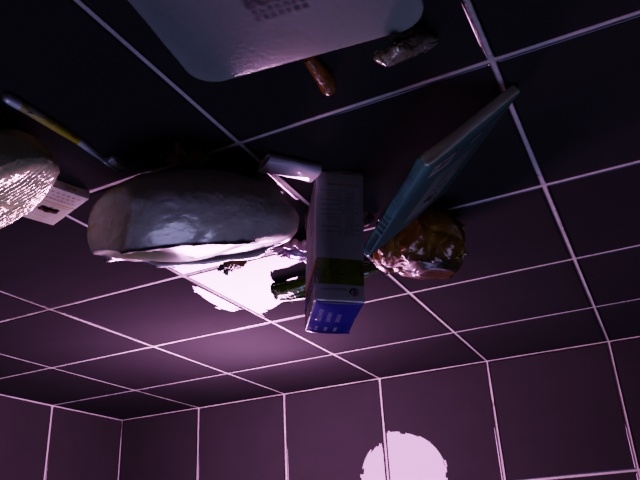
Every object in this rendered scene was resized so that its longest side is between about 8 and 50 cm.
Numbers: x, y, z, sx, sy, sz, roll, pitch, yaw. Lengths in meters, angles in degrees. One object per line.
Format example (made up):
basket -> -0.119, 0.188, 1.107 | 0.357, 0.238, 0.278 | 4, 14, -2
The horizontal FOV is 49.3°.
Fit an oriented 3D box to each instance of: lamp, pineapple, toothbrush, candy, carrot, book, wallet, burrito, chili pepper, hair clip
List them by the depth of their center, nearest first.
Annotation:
burrito -> 0.131, -0.292, 1.049 | 0.051, 0.042, 0.171 | -19, -167, 34
carrot -> 0.000, -0.276, 1.162 | 0.032, 0.032, 0.093 | -14, 148, 22
toothbrush -> -0.464, -0.195, 1.291 | 0.024, 0.021, 0.288 | -25, 149, 18
book -> 0.219, -0.120, 1.341 | 0.264, 0.031, 0.379 | -38, 168, -26
lamp -> -0.256, -0.166, 1.371 | 0.083, 0.031, 0.063 | 8, 155, -31
wallet -> -0.062, -0.148, 1.436 | 0.122, 0.025, 0.061 | 9, 151, -25
candy -> -0.253, -0.044, 1.445 | 0.426, 0.186, 0.386 | 2, 168, -24
hair clip -> 0.002, 0.006, 1.726 | 0.300, 0.069, 0.173 | -20, 151, 33
pineapple -> -0.239, 0.065, 1.842 | 0.058, 0.058, 0.124 | 12, 152, -29
chili pepper -> 0.026, 0.119, 1.983 | 0.359, 0.076, 0.085 | -14, 128, 22

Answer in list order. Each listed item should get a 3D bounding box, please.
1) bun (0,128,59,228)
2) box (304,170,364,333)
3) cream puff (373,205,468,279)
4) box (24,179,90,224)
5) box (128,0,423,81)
bun -> -0.627, -0.109, 1.272 | 0.287, 0.146, 0.287 | -33, 176, -3
box -> 0.028, 0.027, 1.498 | 0.106, 0.300, 0.200 | 3, 155, -6
cream puff -> 0.247, 0.015, 1.676 | 0.241, 0.155, 0.269 | 13, 153, -29
box -> -0.584, -0.082, 1.517 | 0.167, 0.024, 0.090 | -25, 148, 39
box -> -0.077, -0.370, 0.882 | 0.367, 0.091, 0.373 | -11, 153, 15
